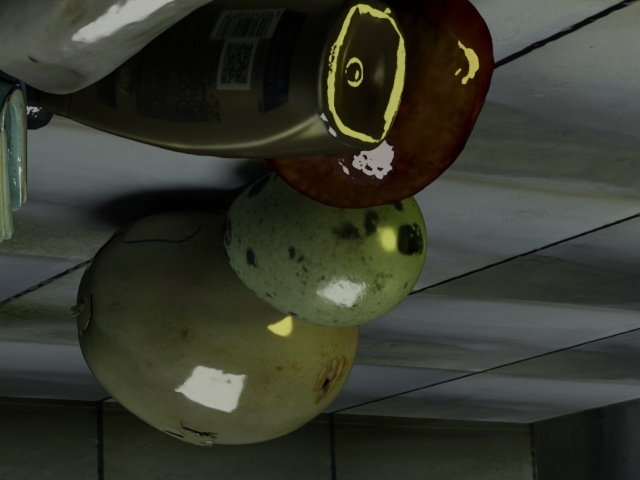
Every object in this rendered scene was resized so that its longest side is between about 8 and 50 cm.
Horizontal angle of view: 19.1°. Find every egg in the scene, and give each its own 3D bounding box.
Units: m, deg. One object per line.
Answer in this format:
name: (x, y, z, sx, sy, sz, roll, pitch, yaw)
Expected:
egg: (0.000, 0.000, 1.951, 0.228, 0.177, 0.177, 2, 171, 32)

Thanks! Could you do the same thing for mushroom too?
mushroom: (-0.124, -0.181, 1.347, 0.270, 0.103, 0.118, -16, 164, 28)

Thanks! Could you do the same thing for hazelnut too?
hazelnut: (0.043, -0.121, 1.502, 0.204, 0.178, 0.178, -39, 154, 16)

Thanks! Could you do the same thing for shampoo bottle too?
shampoo bottle: (-0.088, -0.126, 1.437, 0.084, 0.126, 0.350, 16, 171, -43)

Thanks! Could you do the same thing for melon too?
melon: (-0.122, 0.096, 2.127, 0.330, 0.269, 0.268, 14, 160, -27)

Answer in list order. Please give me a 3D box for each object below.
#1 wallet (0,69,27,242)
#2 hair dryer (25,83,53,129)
wallet: (-0.354, -0.093, 1.487, 0.250, 0.075, 0.176, 16, 143, 6)
hair dryer: (-0.316, -0.124, 1.625, 0.124, 0.072, 0.219, 8, 169, -30)
